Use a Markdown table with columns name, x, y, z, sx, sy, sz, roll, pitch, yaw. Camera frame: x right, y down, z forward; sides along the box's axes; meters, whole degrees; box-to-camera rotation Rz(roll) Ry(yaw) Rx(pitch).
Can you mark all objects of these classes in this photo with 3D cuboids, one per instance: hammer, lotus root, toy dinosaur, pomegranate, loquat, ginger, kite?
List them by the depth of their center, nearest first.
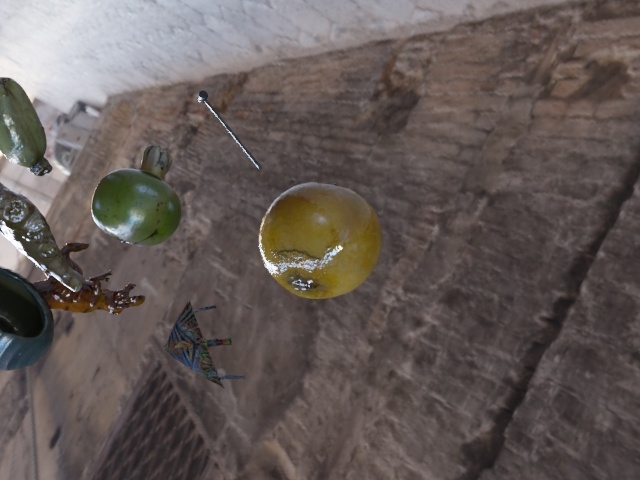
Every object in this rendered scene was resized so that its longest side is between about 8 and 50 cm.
| name | x | y | z | sx | sy | sz | roll | pitch | yaw |
| --- | --- | --- | --- | --- | --- | --- | --- | --- | --- |
| lotus root | -0.536 | -0.196 | 1.203 | 0.077 | 0.183 | 0.090 | -6 | -153 | 27 |
| kite | -0.224 | 0.194 | 1.262 | 0.160 | 0.010 | 0.183 | 1 | -124 | -49 |
| pomegranate | -0.380 | -0.091 | 1.408 | 0.179 | 0.210 | 0.179 | -4 | -175 | 0 |
| ginger | -0.607 | -0.023 | 1.411 | 0.166 | 0.080 | 0.333 | 26 | 156 | 26 |
| loquat | 0.000 | 0.000 | 1.454 | 0.263 | 0.263 | 0.263 | 27 | 179 | 0 |
| toy dinosaur | -0.636 | 0.103 | 1.639 | 0.432 | 0.208 | 0.097 | -3 | 167 | -38 |
| hammer | -0.273 | -0.332 | 2.078 | 0.292 | 0.029 | 0.058 | 51 | 169 | -6 |

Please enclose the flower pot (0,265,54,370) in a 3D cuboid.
| name | x | y | z | sx | sy | sz | roll | pitch | yaw |
| --- | --- | --- | --- | --- | --- | --- | --- | --- | --- |
| flower pot | -0.656 | 0.156 | 1.383 | 0.243 | 0.157 | 0.189 | 44 | -137 | -1 |
